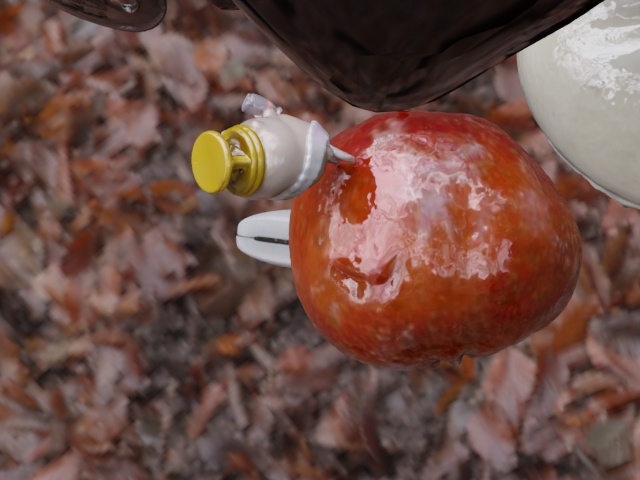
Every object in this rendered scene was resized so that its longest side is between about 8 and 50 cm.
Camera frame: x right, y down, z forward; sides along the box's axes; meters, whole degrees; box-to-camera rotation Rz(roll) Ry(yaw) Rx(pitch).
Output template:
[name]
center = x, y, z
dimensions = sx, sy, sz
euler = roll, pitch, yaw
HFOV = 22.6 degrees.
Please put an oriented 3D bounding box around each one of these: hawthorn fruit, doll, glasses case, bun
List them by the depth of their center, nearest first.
[bun]
center = 0.184, -0.099, 0.770
dimensions = 0.172, 0.120, 0.173
euler = 5, 53, -7
[doll]
center = -0.034, -0.071, 1.191
dimensions = 0.073, 0.127, 0.084
euler = -31, 71, 48
[hawthorn fruit]
center = 0.081, -0.031, 1.303
dimensions = 0.241, 0.242, 0.272
euler = -16, 93, 12
[glasses case]
center = 0.000, 0.000, 1.564
dimensions = 0.233, 0.092, 0.059
euler = 5, 95, 57

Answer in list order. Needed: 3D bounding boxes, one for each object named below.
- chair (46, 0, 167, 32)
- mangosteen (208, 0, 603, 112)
[chair]
center = -0.224, -0.290, 1.172
dimensions = 0.175, 0.326, 0.183
euler = 19, 90, 26
[mangosteen]
center = 0.038, -0.171, 0.521
dimensions = 0.243, 0.243, 0.243
euler = -12, 52, 16
